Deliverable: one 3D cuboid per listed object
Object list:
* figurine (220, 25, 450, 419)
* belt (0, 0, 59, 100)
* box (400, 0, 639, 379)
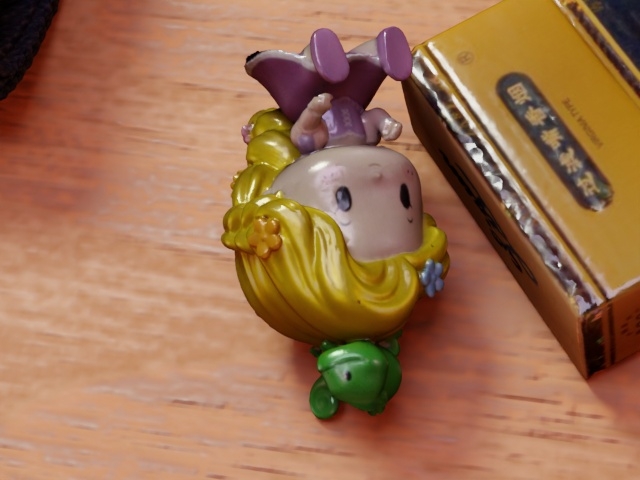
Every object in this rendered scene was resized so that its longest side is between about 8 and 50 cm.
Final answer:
[{"bbox_3d":[0.000,0.000,0.776,0.095,0.115,0.156,-7,79,-23],"label":"figurine"},{"bbox_3d":[-0.185,-0.175,0.867,0.126,0.139,0.230,6,64,12],"label":"belt"},{"bbox_3d":[0.173,-0.063,0.784,0.237,0.070,0.152,-27,60,-8],"label":"box"}]
